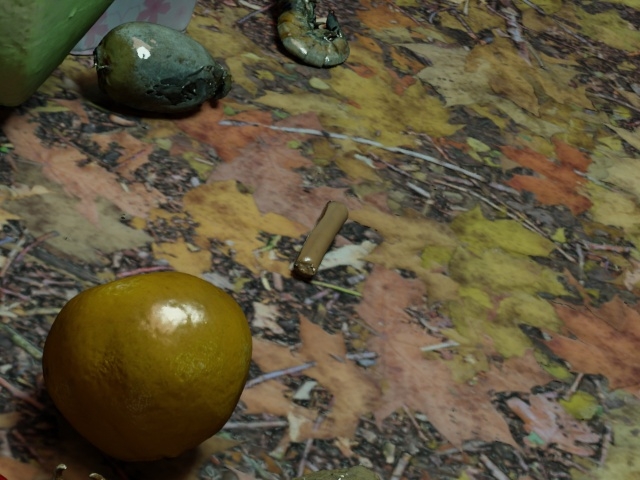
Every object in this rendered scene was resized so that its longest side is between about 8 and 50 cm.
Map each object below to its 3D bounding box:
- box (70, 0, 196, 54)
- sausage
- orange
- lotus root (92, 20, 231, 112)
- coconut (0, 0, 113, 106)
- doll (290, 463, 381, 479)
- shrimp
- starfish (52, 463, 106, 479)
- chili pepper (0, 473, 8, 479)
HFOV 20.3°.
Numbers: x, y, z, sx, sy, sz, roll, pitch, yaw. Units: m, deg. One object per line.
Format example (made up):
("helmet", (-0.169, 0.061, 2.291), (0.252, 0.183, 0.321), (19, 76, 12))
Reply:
("box", (-0.168, -0.371, 1.768), (0.112, 0.370, 0.190), (39, 37, 24))
("sausage", (0.000, 0.000, 1.638), (0.026, 0.026, 0.116), (24, 32, 3))
("orange", (-0.126, 0.094, 1.318), (0.159, 0.159, 0.136), (-8, 86, -39))
("lotus root", (-0.151, -0.167, 1.750), (0.165, 0.088, 0.088), (8, 33, -39))
("coconut", (-0.319, -0.270, 1.615), (0.328, 0.281, 0.328), (12, 20, -4))
("doll", (0.008, 0.214, 1.247), (0.115, 0.105, 0.221), (31, 35, 27))
("shrimp", (-0.013, -0.242, 1.991), (0.091, 0.034, 0.161), (20, 36, -26))
("starfish", (-0.171, 0.197, 1.242), (0.078, 0.028, 0.091), (22, 34, 11))
("chili pepper", (-0.207, 0.243, 1.086), (0.110, 0.110, 0.387), (-1, 44, -32))
